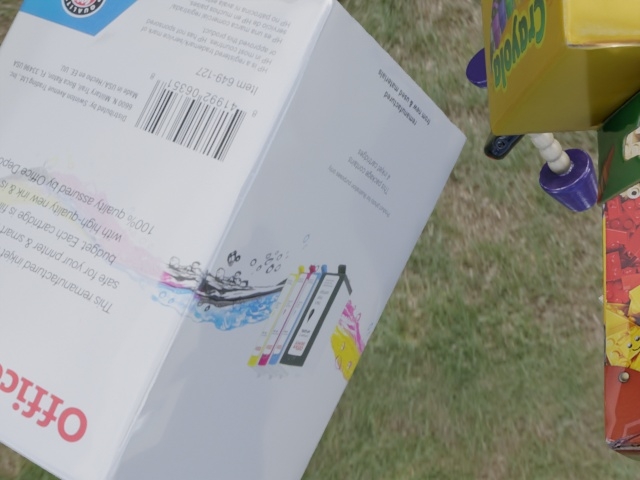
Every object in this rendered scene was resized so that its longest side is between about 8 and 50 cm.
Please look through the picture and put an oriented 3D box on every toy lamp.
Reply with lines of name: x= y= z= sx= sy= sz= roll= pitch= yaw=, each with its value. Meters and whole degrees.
toy lamp: x=0.286 y=-0.138 z=1.617 sx=0.080 sy=0.080 sz=0.274 roll=-36 pitch=125 yaw=12

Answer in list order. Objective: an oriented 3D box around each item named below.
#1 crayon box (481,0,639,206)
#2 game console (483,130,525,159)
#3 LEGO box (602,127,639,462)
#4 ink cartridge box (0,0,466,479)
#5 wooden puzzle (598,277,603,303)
crayon box: x=0.151 y=-0.190 z=0.740 sx=0.081 sy=0.202 sz=0.318 roll=-2 pitch=81 yaw=-4
game console: x=0.381 y=-0.318 z=1.757 sx=0.060 sy=0.342 sz=0.386 roll=37 pitch=130 yaw=-1
LEGO box: x=0.418 y=0.034 z=1.081 sx=0.193 sy=0.500 sz=0.372 roll=-7 pitch=69 yaw=31
ink cartridge box: x=-0.072 y=-0.002 z=0.611 sx=0.171 sy=0.168 sz=0.232 roll=24 pitch=85 yaw=31
wooden puzzle: x=0.431 y=0.072 z=1.763 sx=0.083 sy=0.006 sz=0.049 roll=-11 pitch=71 yaw=-16
